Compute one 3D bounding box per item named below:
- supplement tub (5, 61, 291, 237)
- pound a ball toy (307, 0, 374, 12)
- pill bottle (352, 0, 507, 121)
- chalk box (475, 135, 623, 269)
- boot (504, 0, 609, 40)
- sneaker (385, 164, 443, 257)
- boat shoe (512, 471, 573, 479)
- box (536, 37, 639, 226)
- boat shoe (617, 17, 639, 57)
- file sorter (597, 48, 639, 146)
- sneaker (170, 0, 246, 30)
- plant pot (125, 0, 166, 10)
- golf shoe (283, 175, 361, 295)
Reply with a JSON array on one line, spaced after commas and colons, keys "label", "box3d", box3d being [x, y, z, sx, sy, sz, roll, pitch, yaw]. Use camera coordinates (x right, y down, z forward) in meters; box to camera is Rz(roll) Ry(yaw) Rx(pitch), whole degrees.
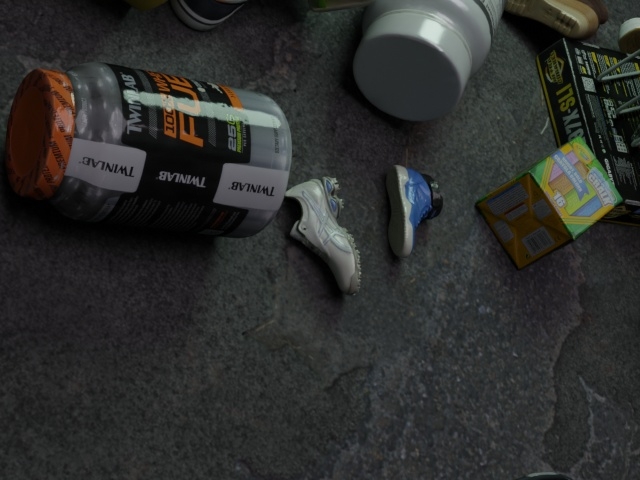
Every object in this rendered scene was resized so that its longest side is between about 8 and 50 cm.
[{"label": "supplement tub", "box3d": [-0.210, -0.110, 1.534, 0.316, 0.193, 0.193, 6, 64, -35]}, {"label": "pound a ball toy", "box3d": [0.033, -0.502, 1.905, 0.136, 0.208, 0.319, -7, 68, 9]}, {"label": "pill bottle", "box3d": [0.183, -0.368, 1.954, 0.204, 0.204, 0.361, 37, 51, -16]}, {"label": "chalk box", "box3d": [0.377, -0.071, 1.992, 0.213, 0.132, 0.132, -33, 89, -43]}, {"label": "boot", "box3d": [0.401, -0.451, 2.257, 0.248, 0.090, 0.207, 39, 29, 8]}, {"label": "sneaker", "box3d": [0.146, -0.039, 1.851, 0.085, 0.058, 0.152, 12, 54, -22]}, {"label": "boat shoe", "box3d": [0.229, 0.378, 1.671, 0.302, 0.091, 0.114, -19, 79, -41]}, {"label": "box", "box3d": [0.527, -0.185, 2.200, 0.257, 0.079, 0.322, 7, 63, -36]}, {"label": "boat shoe", "box3d": [0.652, -0.393, 2.393, 0.277, 0.098, 0.096, 7, 62, -44]}, {"label": "file sorter", "box3d": [0.629, -0.205, 2.119, 0.193, 0.173, 0.277, -15, 77, -42]}, {"label": "sneaker", "box3d": [-0.094, -0.432, 1.838, 0.126, 0.127, 0.321, 41, 48, -11]}, {"label": "plant pot", "box3d": [-0.265, -0.446, 1.651, 0.239, 0.254, 0.254, 44, 47, -29]}, {"label": "golf shoe", "box3d": [0.000, 0.000, 1.733, 0.086, 0.069, 0.176, -12, 71, -19]}]
